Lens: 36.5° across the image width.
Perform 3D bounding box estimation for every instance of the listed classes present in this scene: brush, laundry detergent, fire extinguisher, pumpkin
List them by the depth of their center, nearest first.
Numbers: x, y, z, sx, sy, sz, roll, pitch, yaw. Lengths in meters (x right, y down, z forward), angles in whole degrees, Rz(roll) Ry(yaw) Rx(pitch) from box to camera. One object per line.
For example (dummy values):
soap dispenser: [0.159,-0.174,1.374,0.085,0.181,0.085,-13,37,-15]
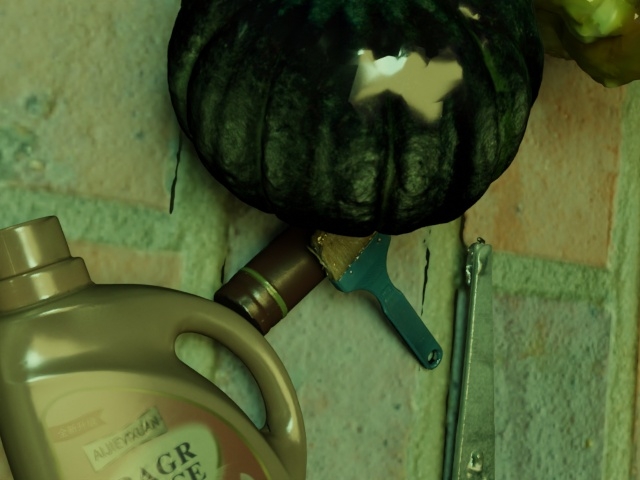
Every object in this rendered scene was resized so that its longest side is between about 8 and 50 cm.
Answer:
laundry detergent: [-0.098,0.093,0.566,0.171,0.076,0.237,-19,95,-29]
pumpkin: [0.019,-0.106,0.567,0.220,0.220,0.162,-34,147,-26]
fire extinguisher: [0.000,0.000,0.640,0.158,0.043,0.064,-42,137,-23]
brush: [0.045,0.037,0.650,0.051,0.014,0.164,-50,130,-16]

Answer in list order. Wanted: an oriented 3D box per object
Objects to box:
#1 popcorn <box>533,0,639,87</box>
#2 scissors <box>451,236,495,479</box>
popcorn: [0.188,-0.251,0.633,0.282,0.282,0.247,40,83,-21]
scissors: [0.108,0.177,0.698,0.191,0.029,0.360,3,86,-29]
